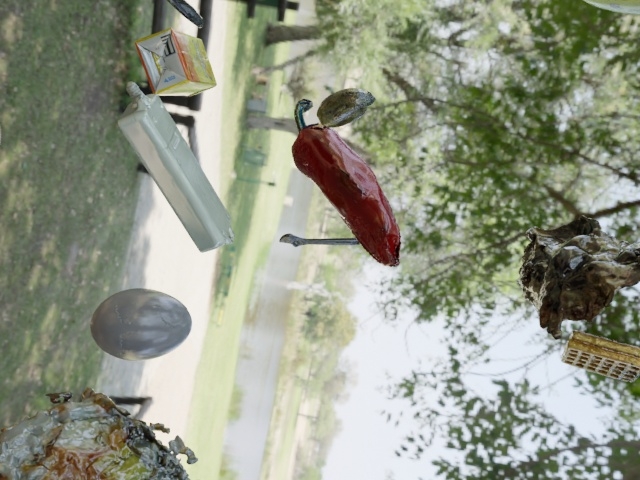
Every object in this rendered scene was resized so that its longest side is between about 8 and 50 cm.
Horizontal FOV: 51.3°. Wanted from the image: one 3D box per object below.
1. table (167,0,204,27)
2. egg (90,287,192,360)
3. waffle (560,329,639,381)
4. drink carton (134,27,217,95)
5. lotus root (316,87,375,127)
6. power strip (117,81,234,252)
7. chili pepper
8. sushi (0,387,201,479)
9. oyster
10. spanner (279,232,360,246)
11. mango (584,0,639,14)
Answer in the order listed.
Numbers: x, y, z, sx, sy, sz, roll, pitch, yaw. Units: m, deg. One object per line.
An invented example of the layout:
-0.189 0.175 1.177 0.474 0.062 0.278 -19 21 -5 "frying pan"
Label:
-0.160 -0.440 0.852 0.317 0.249 0.317 -22 -122 40 "table"
-0.360 0.168 1.344 0.146 0.199 0.146 175 -90 -85 "egg"
0.558 0.229 1.313 0.102 0.148 0.042 75 35 -59 "waffle"
-0.396 -0.493 1.880 0.351 0.111 0.154 -79 151 -78 "drink carton"
0.040 -0.218 1.083 0.049 0.099 0.054 48 27 -54 "lotus root"
-0.251 -0.121 1.164 0.098 0.058 0.338 -88 156 -57 "power strip"
0.038 -0.111 1.213 0.387 0.110 0.110 54 -20 22 "chili pepper"
-0.388 0.440 1.103 0.417 0.418 0.175 -78 -178 -58 "sushi"
0.428 0.026 1.103 0.096 0.221 0.361 61 12 -10 "oyster"
0.000 0.000 1.678 0.046 0.209 0.012 90 1 -53 "spanner"
0.691 -0.557 1.429 0.175 0.293 0.142 16 88 -51 "mango"
